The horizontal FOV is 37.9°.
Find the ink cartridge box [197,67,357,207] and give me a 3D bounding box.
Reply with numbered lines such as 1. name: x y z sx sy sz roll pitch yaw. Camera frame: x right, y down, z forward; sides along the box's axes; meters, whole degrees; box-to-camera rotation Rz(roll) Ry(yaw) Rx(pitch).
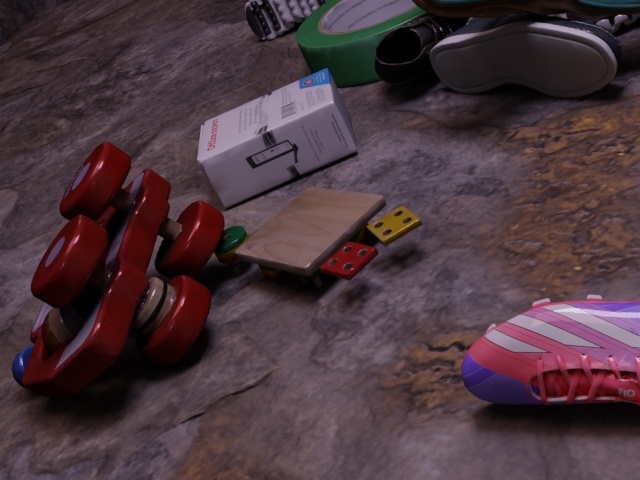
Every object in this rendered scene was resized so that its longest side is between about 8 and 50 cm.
1. ink cartridge box: -0.062 -0.146 1.309 0.203 0.086 0.148 -23 28 9

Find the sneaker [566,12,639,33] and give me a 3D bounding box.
1. sneaker: 0.422 -0.341 1.202 0.234 0.106 0.078 -18 30 17

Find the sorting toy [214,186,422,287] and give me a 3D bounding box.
1. sorting toy: 0.000 0.000 1.050 0.132 0.046 0.275 -43 31 -28

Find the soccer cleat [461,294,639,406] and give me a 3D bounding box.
1. soccer cleat: 0.221 0.089 0.678 0.248 0.083 0.095 -13 35 19

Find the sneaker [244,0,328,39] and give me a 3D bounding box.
1. sneaker: -0.011 -0.478 1.823 0.292 0.110 0.118 -2 28 38

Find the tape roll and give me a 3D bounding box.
1. tape roll: 0.119 -0.369 1.545 0.321 0.077 0.321 -21 28 12

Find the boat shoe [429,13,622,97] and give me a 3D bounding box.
1. boat shoe: 0.263 -0.249 1.176 0.091 0.114 0.302 -45 33 -19

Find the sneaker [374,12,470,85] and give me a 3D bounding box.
1. sneaker: 0.177 -0.297 1.324 0.222 0.083 0.118 -34 -2 6

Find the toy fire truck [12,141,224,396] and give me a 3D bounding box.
1. toy fire truck: -0.256 0.057 1.071 0.254 0.169 0.302 -41 29 34

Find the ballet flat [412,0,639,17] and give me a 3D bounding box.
1. ballet flat: 0.268 -0.312 1.103 0.343 0.116 0.124 -7 6 -1
